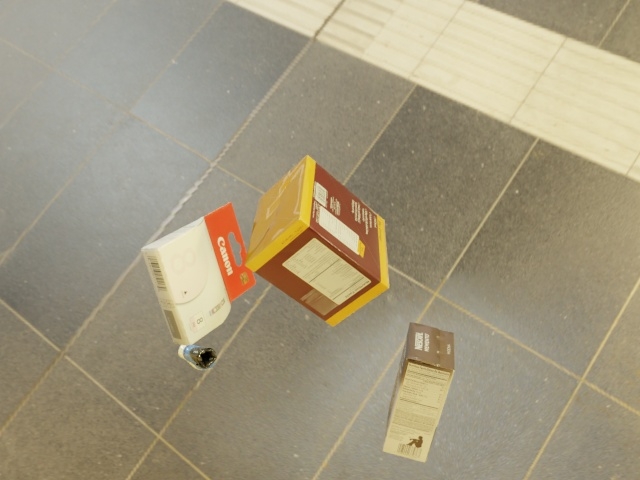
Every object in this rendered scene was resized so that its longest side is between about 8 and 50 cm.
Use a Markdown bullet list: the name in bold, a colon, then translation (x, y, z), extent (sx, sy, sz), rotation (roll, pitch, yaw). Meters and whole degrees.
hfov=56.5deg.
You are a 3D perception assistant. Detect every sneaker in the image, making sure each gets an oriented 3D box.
- **sneaker**: translation (-0.311, 0.323, 1.617), extent (0.085, 0.152, 0.058), rotation (11, 66, 29)

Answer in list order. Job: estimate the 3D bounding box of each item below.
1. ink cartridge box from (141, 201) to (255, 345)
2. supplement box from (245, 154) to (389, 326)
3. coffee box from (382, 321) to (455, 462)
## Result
- **ink cartridge box**: translation (-0.201, 0.053, 1.097), extent (0.066, 0.188, 0.232), rotation (4, 26, 41)
- **supplement box**: translation (0.000, 0.000, 0.999), extent (0.129, 0.194, 0.191), rotation (-39, 27, 28)
- **coffee box**: translation (0.248, 0.382, 1.511), extent (0.119, 0.168, 0.296), rotation (13, 115, 7)
